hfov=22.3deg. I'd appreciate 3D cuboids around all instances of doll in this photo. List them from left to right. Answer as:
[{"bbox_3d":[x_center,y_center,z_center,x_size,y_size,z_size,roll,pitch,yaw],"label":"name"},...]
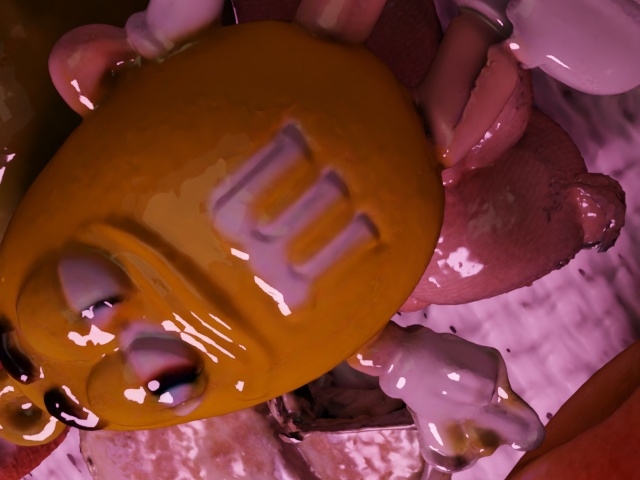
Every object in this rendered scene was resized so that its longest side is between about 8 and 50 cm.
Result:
[{"bbox_3d":[0.004,-0.035,0.935,0.348,0.161,0.423,14,108,-6],"label":"doll"},{"bbox_3d":[0.063,-0.097,1.065,0.201,0.156,0.303,-19,116,30],"label":"doll"}]

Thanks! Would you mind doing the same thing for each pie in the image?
[{"bbox_3d":[-0.060,0.149,1.272,0.338,0.075,0.337,10,119,19],"label":"pie"}]

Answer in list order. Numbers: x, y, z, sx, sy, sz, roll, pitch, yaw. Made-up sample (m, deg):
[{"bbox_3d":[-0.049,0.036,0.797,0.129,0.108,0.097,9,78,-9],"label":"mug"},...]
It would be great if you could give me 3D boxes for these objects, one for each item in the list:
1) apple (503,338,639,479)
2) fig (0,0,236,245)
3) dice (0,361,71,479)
[{"bbox_3d":[0.280,0.209,1.013,0.364,0.364,0.364,8,113,18],"label":"apple"},{"bbox_3d":[-0.218,-0.144,1.089,0.316,0.316,0.316,8,113,18],"label":"fig"},{"bbox_3d":[-0.316,0.114,1.292,0.175,0.174,0.179,-10,106,28],"label":"dice"}]
